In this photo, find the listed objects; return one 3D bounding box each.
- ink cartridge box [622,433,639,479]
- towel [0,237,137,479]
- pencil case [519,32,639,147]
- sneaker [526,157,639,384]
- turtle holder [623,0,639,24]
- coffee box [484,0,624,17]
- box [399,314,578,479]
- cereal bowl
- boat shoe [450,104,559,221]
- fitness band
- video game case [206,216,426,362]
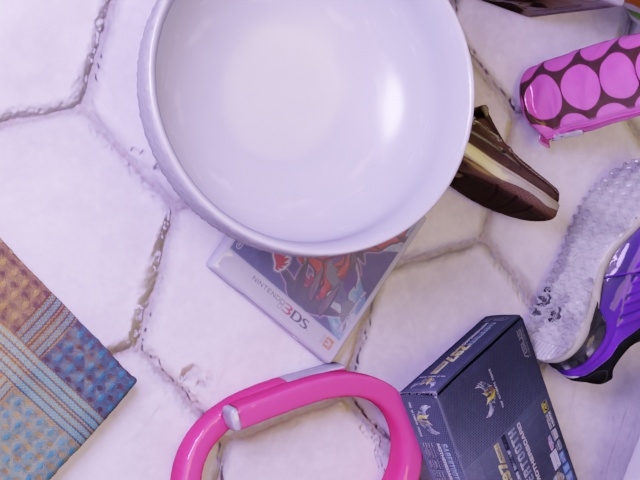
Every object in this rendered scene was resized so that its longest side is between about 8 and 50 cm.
[{"bbox_3d":[0.499,0.369,1.674,0.279,0.160,0.384,11,103,-29],"label":"ink cartridge box"},{"bbox_3d":[-0.378,0.178,1.279,0.370,0.040,0.271,-49,116,-20],"label":"towel"},{"bbox_3d":[0.326,-0.172,1.558,0.095,0.209,0.098,23,67,-33],"label":"pencil case"},{"bbox_3d":[0.363,0.043,1.667,0.146,0.102,0.293,36,80,-32],"label":"sneaker"},{"bbox_3d":[0.488,-0.347,1.627,0.320,0.227,0.243,-32,108,-25],"label":"turtle holder"},{"bbox_3d":[0.171,-0.339,1.480,0.297,0.168,0.119,14,87,-29],"label":"coffee box"},{"bbox_3d":[0.196,0.227,1.571,0.183,0.059,0.232,-34,110,-41],"label":"box"},{"bbox_3d":[-0.026,-0.146,1.381,0.339,0.141,0.339,1,86,-22],"label":"cereal bowl"},{"bbox_3d":[0.174,-0.108,1.544,0.257,0.095,0.095,27,74,-28],"label":"boat shoe"},{"bbox_3d":[-0.020,0.249,1.480,0.291,0.054,0.209,-15,101,-27],"label":"fitness band"},{"bbox_3d":[0.000,0.000,1.490,0.183,0.023,0.201,41,74,-26],"label":"video game case"}]
